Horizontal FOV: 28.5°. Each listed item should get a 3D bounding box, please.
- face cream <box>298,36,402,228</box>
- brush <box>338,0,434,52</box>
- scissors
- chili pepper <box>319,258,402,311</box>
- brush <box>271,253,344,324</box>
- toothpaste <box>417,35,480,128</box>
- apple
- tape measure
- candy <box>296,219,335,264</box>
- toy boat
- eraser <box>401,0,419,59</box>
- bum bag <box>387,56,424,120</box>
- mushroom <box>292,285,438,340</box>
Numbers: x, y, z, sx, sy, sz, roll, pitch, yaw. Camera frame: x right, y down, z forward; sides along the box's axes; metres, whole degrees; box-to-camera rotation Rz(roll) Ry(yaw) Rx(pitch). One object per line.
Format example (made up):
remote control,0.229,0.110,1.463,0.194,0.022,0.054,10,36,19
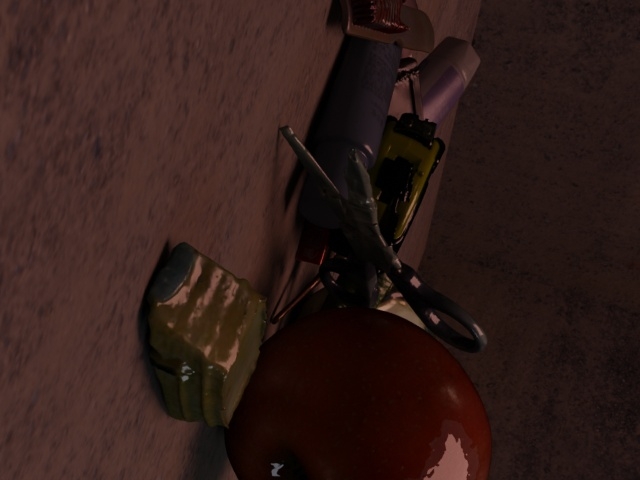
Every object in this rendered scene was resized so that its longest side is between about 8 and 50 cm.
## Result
face cream,0.054,-0.192,1.650,0.135,0.086,0.385,63,38,-53
brush,0.102,-0.285,1.625,0.321,0.050,0.060,-9,89,-67
scissors,0.052,-0.002,1.513,0.029,0.256,0.383,-55,141,-21
chili pepper,-0.004,0.162,1.788,0.359,0.085,0.076,-58,153,-6
brush,-0.017,0.066,1.764,0.170,0.014,0.043,-43,174,-39
toothpaste,0.123,-0.167,1.889,0.371,0.080,0.125,-53,133,-30
apple,0.043,0.253,1.570,0.277,0.348,0.348,-25,137,-42
tape measure,0.079,-0.055,1.702,0.199,0.112,0.186,112,1,-55
candy,0.000,0.000,1.814,0.122,0.038,0.062,-15,121,-80
toy boat,-0.103,0.101,1.180,0.276,0.084,0.111,93,18,-63
eraser,0.114,-0.298,1.903,0.243,0.059,0.204,70,37,-83
bum bag,0.104,-0.182,1.829,0.109,0.026,0.159,-13,100,-35
mushroom,0.038,0.148,1.959,0.267,0.164,0.189,-29,120,-27
